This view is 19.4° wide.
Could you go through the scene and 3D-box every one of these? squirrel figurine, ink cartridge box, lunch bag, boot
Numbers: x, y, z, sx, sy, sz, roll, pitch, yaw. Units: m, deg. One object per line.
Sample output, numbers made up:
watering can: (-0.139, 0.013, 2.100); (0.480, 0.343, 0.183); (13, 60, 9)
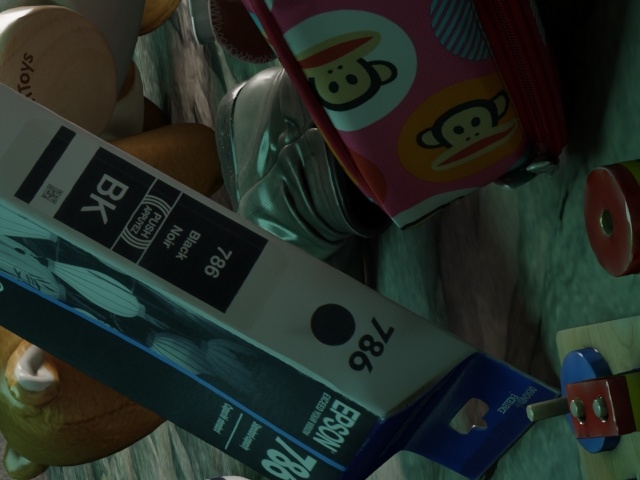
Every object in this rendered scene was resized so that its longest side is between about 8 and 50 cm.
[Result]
squirrel figurine: (-0.267, 0.001, 1.480); (0.281, 0.397, 0.370); (123, 144, -62)
ink cartridge box: (-0.055, 0.045, 0.953); (0.065, 0.333, 0.165); (-61, -3, -26)
lunch bag: (0.006, -0.150, 0.836); (0.258, 0.120, 0.293); (60, -174, -51)
boot: (0.000, 0.000, 1.123); (0.161, 0.083, 0.246); (161, 97, -69)

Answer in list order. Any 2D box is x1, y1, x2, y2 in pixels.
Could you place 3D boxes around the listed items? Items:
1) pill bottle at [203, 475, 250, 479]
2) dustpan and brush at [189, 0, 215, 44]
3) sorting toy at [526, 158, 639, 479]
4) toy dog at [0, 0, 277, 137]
pill bottle: (-0.100, 0.247, 1.286); (0.153, 0.265, 0.153); (170, 90, -76)
dustpan and brush: (-0.092, -0.218, 1.335); (0.211, 0.060, 0.147); (-178, 79, -75)
sorting toy: (0.128, 0.109, 0.784); (0.132, 0.046, 0.274); (155, 103, -75)
toy dog: (-0.112, -0.120, 1.093); (0.220, 0.334, 0.161); (33, 154, 55)
